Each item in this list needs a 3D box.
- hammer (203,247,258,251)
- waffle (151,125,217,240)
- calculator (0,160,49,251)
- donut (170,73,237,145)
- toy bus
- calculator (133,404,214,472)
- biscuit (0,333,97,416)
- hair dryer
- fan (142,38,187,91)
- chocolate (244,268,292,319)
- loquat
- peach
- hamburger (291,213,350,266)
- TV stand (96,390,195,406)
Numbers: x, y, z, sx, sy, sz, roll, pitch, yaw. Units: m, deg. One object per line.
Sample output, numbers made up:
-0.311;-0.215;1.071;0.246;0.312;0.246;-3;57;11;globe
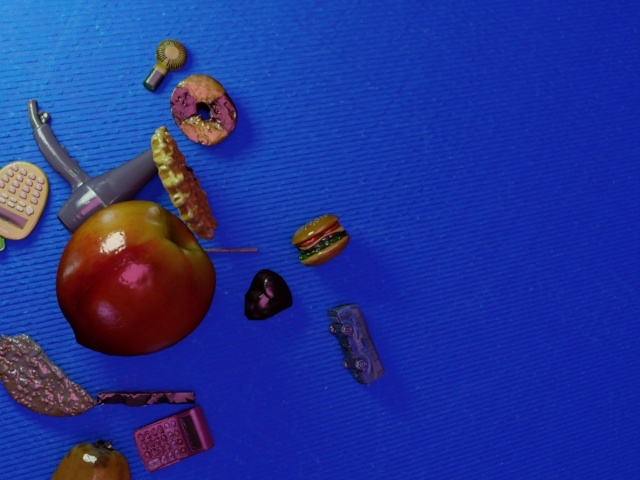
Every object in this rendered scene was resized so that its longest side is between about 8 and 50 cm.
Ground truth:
-0.262;0.038;1.915;0.195;0.028;0.060;0;96;-17;hammer
-0.341;-0.133;1.773;0.065;0.283;0.309;-22;81;2;waffle
-0.767;-0.085;1.765;0.146;0.032;0.235;28;82;-14;calculator
-0.310;-0.339;1.870;0.184;0.073;0.166;43;79;-13;donut
0.099;0.288;1.998;0.094;0.079;0.237;-25;98;-30;toy bus
-0.389;0.524;1.882;0.190;0.034;0.127;-20;97;-9;calculator
-0.708;0.356;1.779;0.290;0.038;0.141;45;89;-7;biscuit
-0.599;-0.220;1.784;0.301;0.121;0.361;-43;96;-20;hair dryer
-0.408;-0.457;1.858;0.082;0.039;0.155;33;83;-14;fan
-0.135;0.161;1.923;0.125;0.080;0.149;29;82;-14;chocolate
-0.570;0.603;1.764;0.187;0.176;0.234;26;87;-31;loquat
-0.448;0.103;1.695;0.388;0.388;0.388;0;91;-16;peach
0.000;0.000;1.921;0.162;0.162;0.115;-32;97;-13;hamburger
-0.453;0.413;1.856;0.249;0.042;0.036;3;88;-16;TV stand
